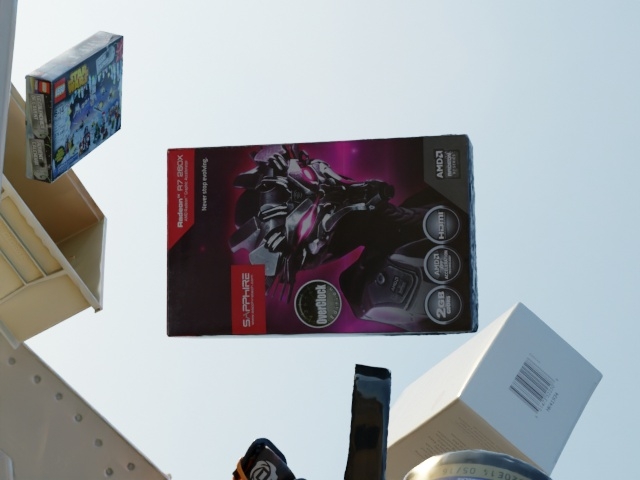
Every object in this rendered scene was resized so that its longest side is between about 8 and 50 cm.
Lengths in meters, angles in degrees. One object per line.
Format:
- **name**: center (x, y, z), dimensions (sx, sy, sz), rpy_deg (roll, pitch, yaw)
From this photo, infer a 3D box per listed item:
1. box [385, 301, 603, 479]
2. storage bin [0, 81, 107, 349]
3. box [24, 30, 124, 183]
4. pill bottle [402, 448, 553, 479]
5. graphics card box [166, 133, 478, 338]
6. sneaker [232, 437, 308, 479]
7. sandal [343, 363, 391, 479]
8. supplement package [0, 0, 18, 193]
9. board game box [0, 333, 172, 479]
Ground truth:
- **box**: center (0.222, 0.280, 1.786), dimensions (0.168, 0.215, 0.345), rpy_deg (41, -39, -2)
- **storage bin**: center (-0.388, -0.046, 1.489), dimensions (0.260, 0.123, 0.262), rpy_deg (59, 6, -26)
- **box**: center (-0.213, -0.119, 1.045), dimensions (0.027, 0.137, 0.094), rpy_deg (13, -61, 12)
- **pill bottle**: center (0.076, 0.233, 0.671), dimensions (0.123, 0.219, 0.122), rpy_deg (10, -54, 14)
- **graphics card box**: center (0.000, 0.000, 1.423), dimensions (0.094, 0.371, 0.232), rpy_deg (29, 60, -78)
- **sneaker**: center (-0.127, 0.327, 1.481), dimensions (0.124, 0.321, 0.180), rpy_deg (43, -72, 29)
- **sandal**: center (0.006, 0.348, 1.234), dimensions (0.167, 0.107, 0.445), rpy_deg (66, 28, -84)
- **supplement package**: center (-0.251, -0.078, 0.465), dimensions (0.139, 0.244, 0.134), rpy_deg (-118, -144, -53)
- **board game box**: center (-0.459, 0.336, 1.622), dimensions (0.390, 0.390, 0.050), rpy_deg (42, 5, 5)
